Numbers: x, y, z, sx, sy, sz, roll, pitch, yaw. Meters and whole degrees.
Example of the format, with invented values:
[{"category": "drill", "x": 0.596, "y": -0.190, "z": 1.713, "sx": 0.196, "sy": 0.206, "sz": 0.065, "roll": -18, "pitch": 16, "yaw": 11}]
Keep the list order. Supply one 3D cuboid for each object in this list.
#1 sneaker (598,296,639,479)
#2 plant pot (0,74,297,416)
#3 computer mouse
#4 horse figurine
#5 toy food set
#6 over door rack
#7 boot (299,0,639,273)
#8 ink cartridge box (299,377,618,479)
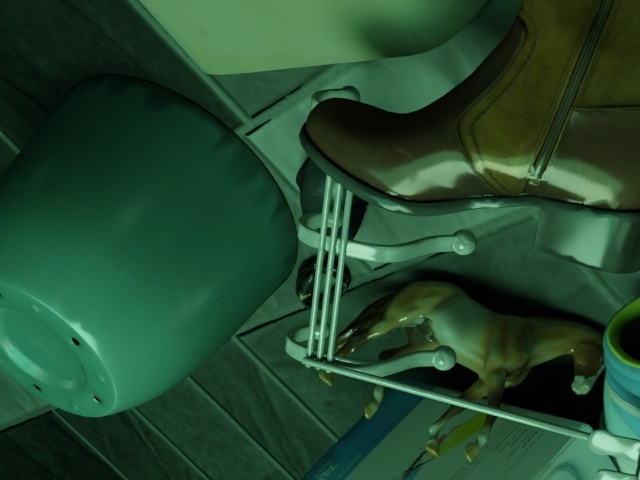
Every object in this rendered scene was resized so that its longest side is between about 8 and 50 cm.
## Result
[{"category": "sneaker", "x": 0.357, "y": 0.136, "z": 1.055, "sx": 0.319, "sy": 0.127, "sz": 0.208, "roll": 12, "pitch": 140, "yaw": 30}, {"category": "plant pot", "x": -0.205, "y": 0.026, "z": 1.319, "sx": 0.293, "sy": 0.235, "sz": 0.293, "roll": 23, "pitch": 143, "yaw": 19}, {"category": "computer mouse", "x": 0.000, "y": 0.000, "z": 1.280, "sx": 0.071, "sy": 0.041, "sz": 0.242, "roll": 26, "pitch": 145, "yaw": 13}, {"category": "horse figurine", "x": 0.114, "y": 0.101, "z": 1.219, "sx": 0.263, "sy": 0.174, "sz": 0.066, "roll": 22, "pitch": 152, "yaw": 42}, {"category": "toy food set", "x": -0.049, "y": -0.237, "z": 1.021, "sx": 0.306, "sy": 0.092, "sz": 0.220, "roll": 1, "pitch": 143, "yaw": 42}, {"category": "over door rack", "x": 0.132, "y": 0.028, "z": 1.065, "sx": 0.324, "sy": 0.108, "sz": 0.239, "roll": 19, "pitch": 118, "yaw": 27}, {"category": "boot", "x": 0.123, "y": -0.142, "z": 0.879, "sx": 0.264, "sy": 0.096, "sz": 0.280, "roll": 22, "pitch": 118, "yaw": 25}, {"category": "ink cartridge box", "x": 0.137, "y": 0.276, "z": 1.237, "sx": 0.270, "sy": 0.197, "sz": 0.198, "roll": 6, "pitch": 133, "yaw": 58}]
